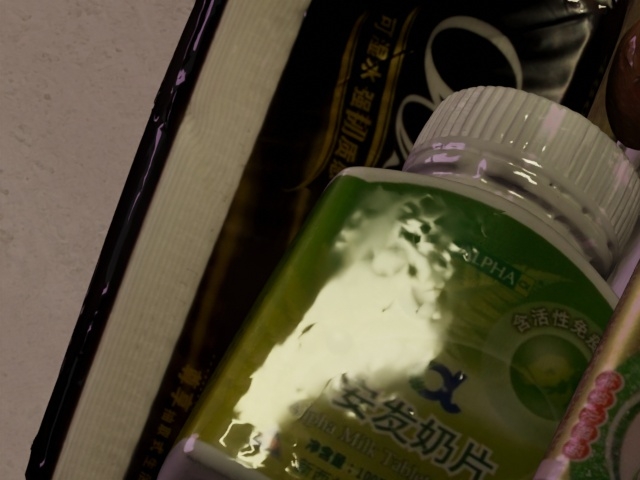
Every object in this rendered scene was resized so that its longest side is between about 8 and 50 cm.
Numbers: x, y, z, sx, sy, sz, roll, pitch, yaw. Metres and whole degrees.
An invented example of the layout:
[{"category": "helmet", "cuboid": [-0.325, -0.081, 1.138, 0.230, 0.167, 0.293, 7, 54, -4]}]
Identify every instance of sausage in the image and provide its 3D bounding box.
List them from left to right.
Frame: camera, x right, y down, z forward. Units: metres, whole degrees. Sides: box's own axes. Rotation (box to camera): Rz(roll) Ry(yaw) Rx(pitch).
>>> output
[{"category": "sausage", "cuboid": [0.083, 0.065, 0.546, 0.269, 0.033, 0.033, -61, -1, -20]}]

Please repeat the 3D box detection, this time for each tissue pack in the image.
[{"category": "tissue pack", "cuboid": [0.000, 0.000, 0.946, 0.210, 0.198, 0.370, -57, -9, -73]}]

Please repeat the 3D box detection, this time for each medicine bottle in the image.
[{"category": "medicine bottle", "cuboid": [0.041, 0.042, 0.667, 0.188, 0.132, 0.088, -60, -1, -26]}]

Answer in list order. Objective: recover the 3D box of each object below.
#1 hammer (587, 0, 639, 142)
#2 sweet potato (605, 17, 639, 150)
[{"category": "hammer", "cuboid": [0.176, -0.090, 1.120, 0.365, 0.043, 0.111, -62, 0, -41]}, {"category": "sweet potato", "cuboid": [0.162, -0.092, 0.778, 0.065, 0.051, 0.218, -58, -3, -28]}]
